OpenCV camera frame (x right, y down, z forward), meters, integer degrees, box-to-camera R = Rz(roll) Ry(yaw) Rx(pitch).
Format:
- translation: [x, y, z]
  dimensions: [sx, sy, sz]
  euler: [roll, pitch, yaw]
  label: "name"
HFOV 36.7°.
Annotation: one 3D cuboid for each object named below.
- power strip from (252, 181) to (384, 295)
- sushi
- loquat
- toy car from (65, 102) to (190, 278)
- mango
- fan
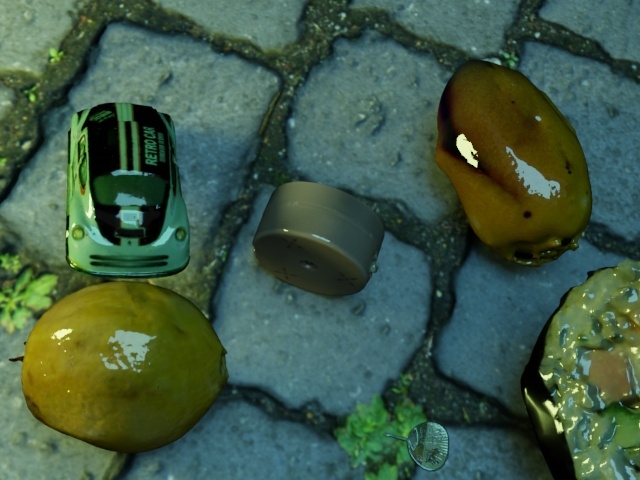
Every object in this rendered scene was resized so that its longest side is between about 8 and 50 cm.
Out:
- translation: [0.000, 0.000, 1.171]
  dimensions: [0.154, 0.154, 0.078]
  euler: [22, 62, -3]
  label: "power strip"
- translation: [0.435, 0.196, 1.139]
  dimensions: [0.328, 0.285, 0.328]
  euler: [-26, 62, 16]
  label: "sushi"
- translation: [-0.215, 0.138, 1.034]
  dimensions: [0.234, 0.187, 0.176]
  euler: [4, 31, -3]
  label: "loquat"
- translation: [-0.226, -0.081, 1.123]
  dimensions: [0.136, 0.125, 0.306]
  euler: [1, 41, -14]
  label: "toy car"
- translation: [0.257, -0.105, 1.290]
  dimensions: [0.201, 0.152, 0.287]
  euler: [-19, 69, -13]
  label: "mango"
- translation: [0.122, 0.251, 1.166]
  dimensions: [0.080, 0.003, 0.060]
  euler: [-10, 67, -19]
  label: "fan"
